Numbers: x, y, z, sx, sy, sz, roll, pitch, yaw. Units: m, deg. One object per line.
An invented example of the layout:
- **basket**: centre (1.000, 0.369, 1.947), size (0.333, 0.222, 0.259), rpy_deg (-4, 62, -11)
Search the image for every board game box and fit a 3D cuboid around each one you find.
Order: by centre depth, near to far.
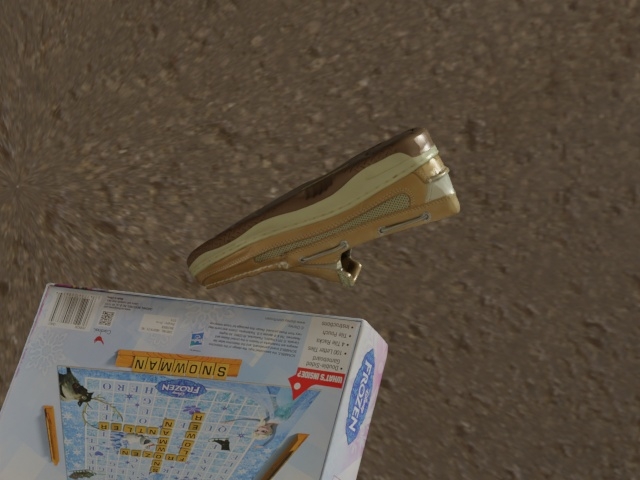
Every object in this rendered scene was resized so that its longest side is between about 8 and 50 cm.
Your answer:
- **board game box**: centre (-0.133, 0.202, 0.894), size (0.066, 0.318, 0.318), rpy_deg (48, 53, -54)

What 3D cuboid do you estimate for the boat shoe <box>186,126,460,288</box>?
- **boat shoe**: centre (0.000, 0.000, 0.715), size (0.190, 0.068, 0.072), rpy_deg (-25, 99, 28)
